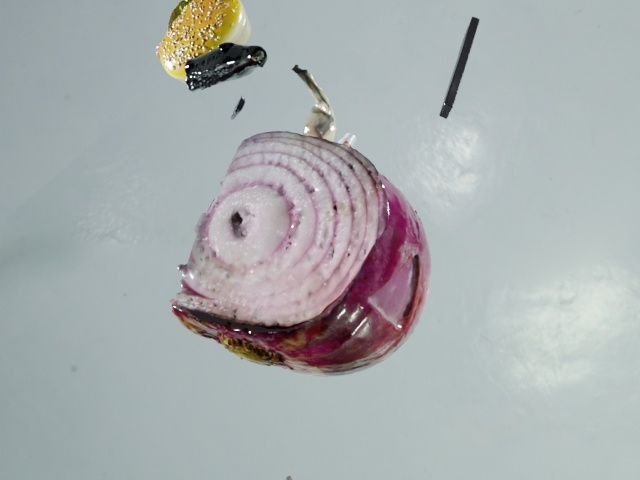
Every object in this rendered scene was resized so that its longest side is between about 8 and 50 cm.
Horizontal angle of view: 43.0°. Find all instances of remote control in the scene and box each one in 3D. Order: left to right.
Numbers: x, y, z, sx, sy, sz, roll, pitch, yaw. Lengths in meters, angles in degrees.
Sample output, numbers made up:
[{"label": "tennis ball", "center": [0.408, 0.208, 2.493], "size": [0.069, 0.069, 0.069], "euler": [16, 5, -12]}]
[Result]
[{"label": "remote control", "center": [-0.172, -0.276, 1.696], "size": [0.014, 0.096, 0.039], "euler": [24, 82, -12]}]

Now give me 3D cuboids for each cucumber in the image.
[{"label": "cucumber", "center": [-0.088, -0.173, 0.785], "size": [0.043, 0.163, 0.039], "euler": [-45, 112, -24]}]

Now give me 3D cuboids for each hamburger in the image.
[{"label": "hamburger", "center": [-0.242, -0.419, 1.668], "size": [0.210, 0.173, 0.116], "euler": [-49, 138, -2]}]

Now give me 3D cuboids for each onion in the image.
[{"label": "onion", "center": [-0.006, 0.030, 0.844], "size": [0.272, 0.256, 0.230], "euler": [-45, 147, -5]}]

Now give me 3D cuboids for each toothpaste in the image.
[{"label": "toothpaste", "center": [0.011, -0.138, 1.677], "size": [0.052, 0.033, 0.218], "euler": [48, 62, -28]}]

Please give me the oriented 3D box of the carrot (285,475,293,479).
[{"label": "carrot", "center": [-0.017, 0.351, 0.563], "size": [0.193, 0.214, 0.331], "euler": [-17, 87, -37]}]

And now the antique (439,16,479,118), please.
[{"label": "antique", "center": [0.203, -0.254, 1.186], "size": [0.015, 0.192, 0.031], "euler": [21, 147, 1]}]
